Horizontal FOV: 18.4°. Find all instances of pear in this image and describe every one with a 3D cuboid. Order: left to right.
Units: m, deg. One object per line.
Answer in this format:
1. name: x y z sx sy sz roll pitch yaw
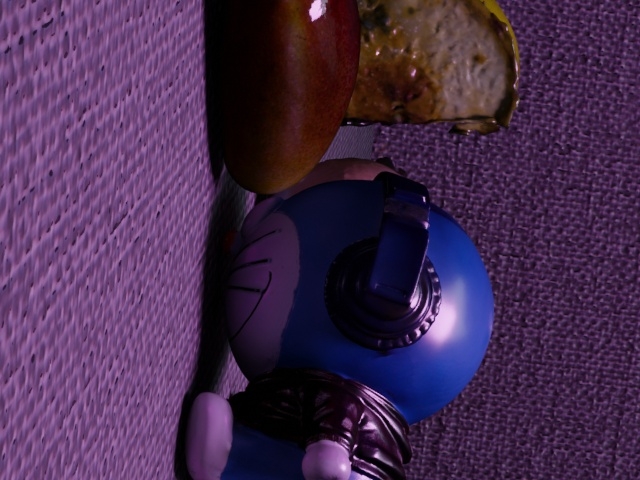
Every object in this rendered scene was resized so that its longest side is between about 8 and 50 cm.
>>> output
1. pear: 0.082 -0.202 1.943 0.255 0.238 0.164 -59 149 -75

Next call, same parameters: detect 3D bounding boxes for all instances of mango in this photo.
1. mango: -0.025 -0.139 1.509 0.267 0.111 0.133 99 -10 -49

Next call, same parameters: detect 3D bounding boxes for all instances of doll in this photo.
1. doll: 0.017 0.090 1.652 0.284 0.240 0.310 124 -18 -67

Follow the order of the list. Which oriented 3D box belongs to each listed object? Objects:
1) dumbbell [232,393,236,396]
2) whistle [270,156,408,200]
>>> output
1. dumbbell: -0.044 0.164 1.848 0.040 0.083 0.036 53 42 -82
2. whistle: 0.000 0.000 1.972 0.348 0.189 0.189 -146 -119 -70
